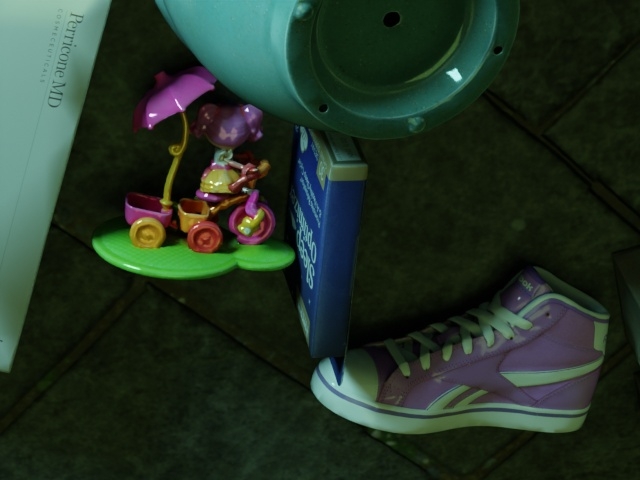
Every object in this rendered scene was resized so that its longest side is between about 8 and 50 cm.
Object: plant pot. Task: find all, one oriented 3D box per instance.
[{"bbox_3d":[0.030,-0.194,1.113,0.293,0.196,0.293,-10,128,-13],"label":"plant pot"}]

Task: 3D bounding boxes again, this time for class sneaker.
[{"bbox_3d":[0.134,0.088,1.404,0.282,0.102,0.161,1,119,-22],"label":"sneaker"}]

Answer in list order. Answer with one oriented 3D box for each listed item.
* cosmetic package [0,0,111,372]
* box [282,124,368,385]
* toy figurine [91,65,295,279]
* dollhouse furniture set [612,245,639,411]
[{"bbox_3d":[-0.345,-0.088,1.213,0.284,0.097,0.377,13,120,-14],"label":"cosmetic package"},{"bbox_3d":[0.000,0.000,1.295,0.036,0.136,0.225,-3,123,-12],"label":"box"},{"bbox_3d":[-0.096,-0.063,1.259,0.173,0.130,0.159,5,112,-9],"label":"toy figurine"},{"bbox_3d":[0.469,0.066,1.387,0.355,0.174,0.303,-15,124,1],"label":"dollhouse furniture set"}]
